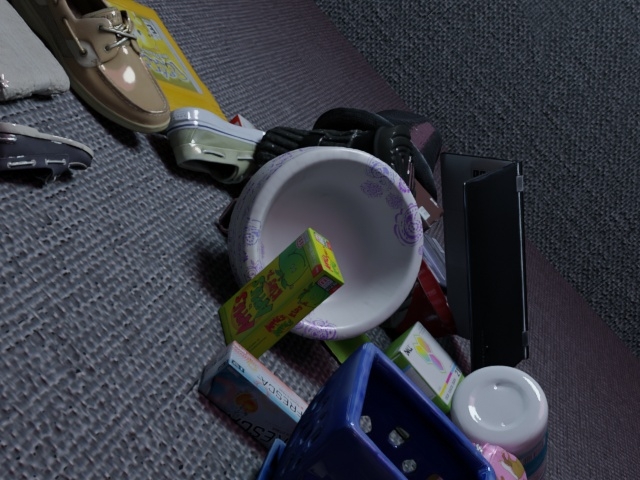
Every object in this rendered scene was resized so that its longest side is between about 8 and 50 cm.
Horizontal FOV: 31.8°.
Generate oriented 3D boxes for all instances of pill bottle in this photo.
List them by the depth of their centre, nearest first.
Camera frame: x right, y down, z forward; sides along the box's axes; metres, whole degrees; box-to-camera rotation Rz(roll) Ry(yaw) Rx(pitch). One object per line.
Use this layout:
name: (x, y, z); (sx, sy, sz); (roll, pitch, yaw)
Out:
pill bottle: (0.282, 0.319, 1.760); (0.264, 0.146, 0.146); (77, -12, -52)

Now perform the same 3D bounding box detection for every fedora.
fedora: (0.139, -0.172, 2.270); (0.334, 0.334, 0.152); (48, 62, -2)

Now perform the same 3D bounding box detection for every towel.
towel: (-0.483, -0.306, 1.551); (0.282, 0.049, 0.187); (50, 19, 2)

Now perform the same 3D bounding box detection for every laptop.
laptop: (0.257, 0.047, 2.090); (0.236, 0.381, 0.408); (-9, 12, -26)

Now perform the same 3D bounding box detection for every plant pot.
plant pot: (0.048, 0.295, 1.267); (0.236, 0.212, 0.236); (45, 18, -7)

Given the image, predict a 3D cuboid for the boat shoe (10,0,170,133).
boat shoe: (-0.345, -0.309, 1.730); (0.341, 0.110, 0.122); (47, 35, 7)

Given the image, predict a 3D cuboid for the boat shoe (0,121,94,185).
boat shoe: (-0.362, -0.104, 1.426); (0.206, 0.075, 0.064); (15, 80, -68)

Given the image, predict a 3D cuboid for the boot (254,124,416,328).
boot: (0.025, -0.026, 1.876); (0.131, 0.260, 0.347); (13, 76, -65)

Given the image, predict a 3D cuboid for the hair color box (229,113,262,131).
hair color box: (-0.104, -0.156, 2.107); (0.167, 0.053, 0.093); (35, 21, -38)

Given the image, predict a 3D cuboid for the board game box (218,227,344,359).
board game box: (-0.056, 0.077, 1.526); (0.043, 0.181, 0.092); (35, 22, -36)

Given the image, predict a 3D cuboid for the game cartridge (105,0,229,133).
game cartridge: (-0.305, -0.310, 1.966); (0.323, 0.053, 0.285); (54, 19, 19)

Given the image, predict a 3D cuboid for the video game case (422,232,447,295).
video game case: (0.237, 0.041, 2.542); (0.274, 0.026, 0.196); (22, 31, -52)

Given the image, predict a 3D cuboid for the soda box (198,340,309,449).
soda box: (-0.066, 0.214, 1.421); (0.183, 0.058, 0.063); (43, 19, -15)

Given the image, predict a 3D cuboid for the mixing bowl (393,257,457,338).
mixing bowl: (0.168, 0.114, 2.079); (0.181, 0.098, 0.181); (56, 15, -24)

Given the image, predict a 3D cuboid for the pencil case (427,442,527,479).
pencil case: (0.208, 0.421, 1.469); (0.167, 0.160, 0.386); (45, 19, -11)

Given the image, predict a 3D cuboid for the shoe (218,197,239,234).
shoe: (-0.076, -0.056, 1.774); (0.081, 0.178, 0.063); (-11, 76, -66)

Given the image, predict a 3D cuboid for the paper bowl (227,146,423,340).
paper bowl: (0.000, 0.000, 1.685); (0.284, 0.284, 0.148); (42, -9, -18)

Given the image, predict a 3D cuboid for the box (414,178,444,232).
box: (0.090, -0.037, 2.070); (0.167, 0.203, 0.168); (49, 17, 3)

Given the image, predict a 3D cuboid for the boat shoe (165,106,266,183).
boat shoe: (-0.163, -0.143, 1.905); (0.302, 0.109, 0.094); (16, 67, -57)

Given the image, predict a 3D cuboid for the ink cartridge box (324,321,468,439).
ink cartridge box: (0.114, 0.183, 1.843); (0.255, 0.097, 0.189); (50, 18, 1)
